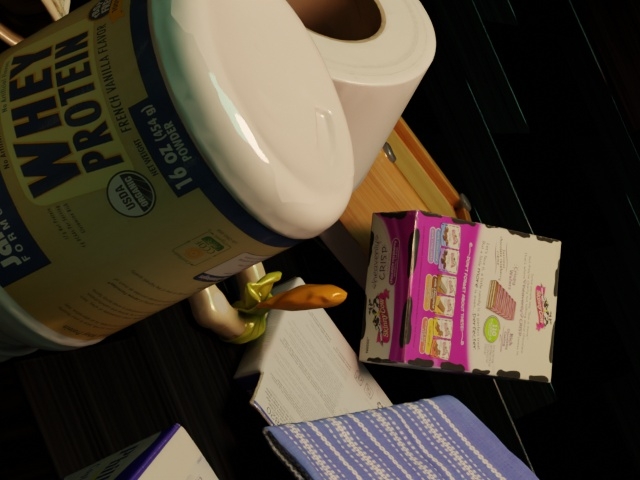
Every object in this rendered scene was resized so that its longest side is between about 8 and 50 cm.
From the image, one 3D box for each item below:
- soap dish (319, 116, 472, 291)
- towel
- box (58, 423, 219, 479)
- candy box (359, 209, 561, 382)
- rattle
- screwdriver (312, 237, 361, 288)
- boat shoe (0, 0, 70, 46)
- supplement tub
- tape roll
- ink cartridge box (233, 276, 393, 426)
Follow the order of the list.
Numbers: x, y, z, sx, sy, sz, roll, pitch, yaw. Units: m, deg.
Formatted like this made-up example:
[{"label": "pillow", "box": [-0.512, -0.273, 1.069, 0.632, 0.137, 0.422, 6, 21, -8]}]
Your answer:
[{"label": "soap dish", "box": [0.075, -0.042, 2.099, 0.291, 0.118, 0.229, 51, 17, -31]}, {"label": "towel", "box": [0.118, 0.240, 1.775, 0.243, 0.040, 0.336, 45, 23, 24]}, {"label": "box", "box": [-0.157, 0.209, 1.364, 0.072, 0.137, 0.126, 59, 24, -9]}, {"label": "candy box", "box": [0.150, 0.062, 1.980, 0.233, 0.071, 0.159, 11, 81, -42]}, {"label": "rattle", "box": [-0.068, -0.013, 1.791, 0.130, 0.142, 0.200, 18, 54, -35]}, {"label": "screwdriver", "box": [0.000, 0.000, 2.051, 0.170, 0.024, 0.025, 49, 56, -38]}, {"label": "boat shoe", "box": [-0.307, -0.257, 1.572, 0.302, 0.109, 0.098, 44, 29, -50]}, {"label": "supplement tub", "box": [-0.159, -0.053, 1.401, 0.228, 0.316, 0.228, 47, 28, -35]}, {"label": "tape roll", "box": [-0.029, -0.177, 1.860, 0.246, 0.169, 0.246, 17, 40, -15]}, {"label": "ink cartridge box", "box": [0.001, 0.181, 1.843, 0.223, 0.045, 0.224, 55, 26, -19]}]
